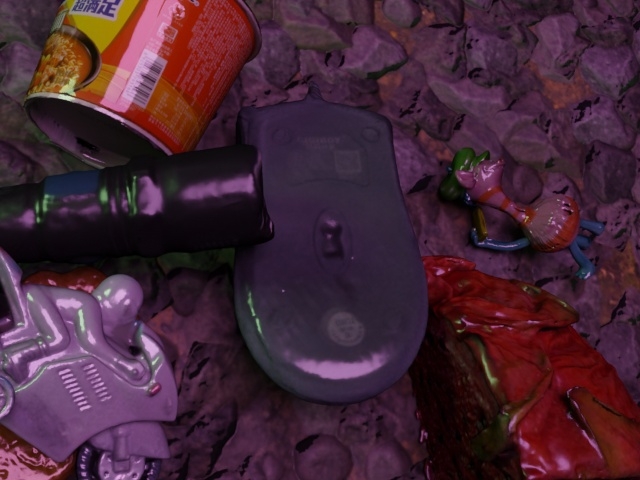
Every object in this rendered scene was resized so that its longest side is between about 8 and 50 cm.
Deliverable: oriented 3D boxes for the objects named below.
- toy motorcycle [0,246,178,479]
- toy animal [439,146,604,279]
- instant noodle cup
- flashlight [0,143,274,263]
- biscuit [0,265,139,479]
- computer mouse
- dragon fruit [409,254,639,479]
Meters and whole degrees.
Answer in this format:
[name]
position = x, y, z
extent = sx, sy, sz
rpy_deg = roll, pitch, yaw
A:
[toy motorcycle]
position = -0.214, 0.098, 0.741
extent = 0.260, 0.110, 0.171
rpy_deg = 44, 69, -14
[toy animal]
position = 0.235, -0.025, 1.025
extent = 0.208, 0.100, 0.103
rpy_deg = 27, 102, -10
[instant noodle cup]
position = -0.184, -0.168, 0.869
extent = 0.213, 0.213, 0.174
rpy_deg = 24, 71, -9
[flashlight]
position = -0.256, -0.013, 0.780
extent = 0.423, 0.103, 0.103
rpy_deg = -9, 72, -5
[biscuit]
position = -0.308, 0.151, 0.780
extent = 0.202, 0.047, 0.334
rpy_deg = 47, 64, 1
[computer mouse]
position = 0.000, 0.000, 0.904
extent = 0.188, 0.122, 0.371
rpy_deg = 1, 62, -10
[dragon fruit]
position = 0.164, 0.145, 0.891
extent = 0.240, 0.302, 0.330
rpy_deg = -36, 65, 4
